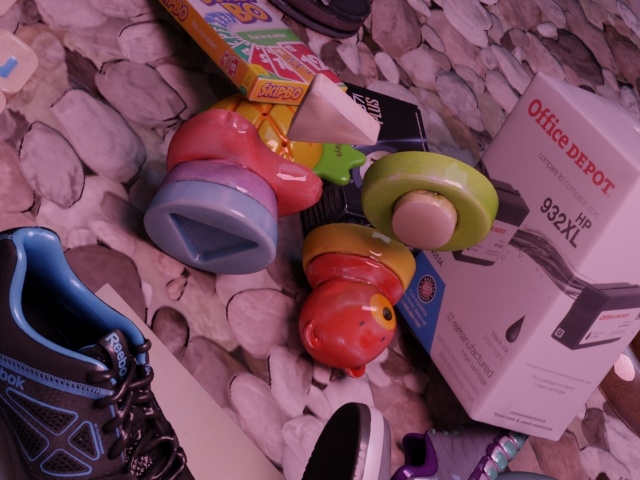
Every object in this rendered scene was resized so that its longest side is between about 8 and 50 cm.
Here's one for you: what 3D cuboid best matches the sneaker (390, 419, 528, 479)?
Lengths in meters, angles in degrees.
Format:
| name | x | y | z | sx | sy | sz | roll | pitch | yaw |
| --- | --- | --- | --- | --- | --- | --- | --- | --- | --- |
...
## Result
| name | x | y | z | sx | sy | sz | roll | pitch | yaw |
| --- | --- | --- | --- | --- | --- | --- | --- | --- | --- |
| sneaker | 0.145 | 0.212 | 1.424 | 0.098 | 0.083 | 0.224 | 45 | 40 | 3 |

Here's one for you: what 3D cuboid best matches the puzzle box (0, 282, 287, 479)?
| name | x | y | z | sx | sy | sz | roll | pitch | yaw |
| --- | --- | --- | --- | --- | --- | --- | --- | --- | --- |
| puzzle box | -0.209 | 0.243 | 1.099 | 0.272 | 0.052 | 0.409 | 49 | 41 | -4 |

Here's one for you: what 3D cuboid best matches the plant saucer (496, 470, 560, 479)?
| name | x | y | z | sx | sy | sz | roll | pitch | yaw |
| --- | --- | --- | --- | --- | --- | --- | --- | --- | --- |
| plant saucer | 0.262 | 0.386 | 1.437 | 0.318 | 0.044 | 0.317 | 24 | 48 | -30 |

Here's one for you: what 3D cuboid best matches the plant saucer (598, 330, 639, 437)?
| name | x | y | z | sx | sy | sz | roll | pitch | yaw |
| --- | --- | --- | --- | --- | --- | --- | --- | --- | --- |
| plant saucer | 0.453 | 0.135 | 1.783 | 0.311 | 0.050 | 0.310 | 24 | 48 | -29 |

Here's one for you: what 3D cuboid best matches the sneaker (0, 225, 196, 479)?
| name | x | y | z | sx | sy | sz | roll | pitch | yaw |
| --- | --- | --- | --- | --- | --- | --- | --- | --- | --- |
| sneaker | -0.174 | 0.144 | 1.055 | 0.341 | 0.140 | 0.125 | 51 | 39 | -3 |

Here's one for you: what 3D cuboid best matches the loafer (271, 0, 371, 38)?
| name | x | y | z | sx | sy | sz | roll | pitch | yaw |
| --- | --- | --- | --- | --- | --- | --- | --- | --- | --- |
| loafer | -0.049 | -0.361 | 1.631 | 0.302 | 0.095 | 0.109 | 38 | 43 | -16 |

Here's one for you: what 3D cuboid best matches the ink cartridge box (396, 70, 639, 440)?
| name | x | y | z | sx | sy | sz | roll | pitch | yaw |
| --- | --- | --- | --- | --- | --- | --- | --- | --- | --- |
| ink cartridge box | 0.236 | 0.015 | 1.422 | 0.129 | 0.307 | 0.223 | 18 | 24 | -32 |

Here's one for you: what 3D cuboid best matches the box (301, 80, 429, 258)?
| name | x | y | z | sx | sy | sz | roll | pitch | yaw |
| --- | --- | --- | --- | --- | --- | --- | --- | --- | --- |
| box | 0.049 | -0.077 | 1.538 | 0.147 | 0.077 | 0.180 | 13 | 54 | -35 |

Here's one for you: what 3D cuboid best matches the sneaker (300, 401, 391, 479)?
| name | x | y | z | sx | sy | sz | roll | pitch | yaw |
| --- | --- | --- | --- | --- | --- | --- | --- | --- | --- |
| sneaker | 0.070 | 0.299 | 1.195 | 0.178 | 0.124 | 0.295 | 13 | 82 | -23 |

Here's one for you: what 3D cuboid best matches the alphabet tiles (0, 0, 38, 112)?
| name | x | y | z | sx | sy | sz | roll | pitch | yaw |
| --- | --- | --- | --- | --- | --- | --- | --- | --- | --- |
| alphabet tiles | -0.402 | -0.217 | 1.266 | 0.284 | 0.021 | 0.278 | 39 | 42 | -15 |

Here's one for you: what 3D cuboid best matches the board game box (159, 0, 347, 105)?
| name | x | y | z | sx | sy | sz | roll | pitch | yaw |
| --- | --- | --- | --- | --- | --- | --- | --- | --- | --- |
| board game box | -0.090 | -0.228 | 1.476 | 0.124 | 0.039 | 0.259 | 0 | 35 | -43 |

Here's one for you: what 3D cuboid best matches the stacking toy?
| name | x | y | z | sx | sy | sz | roll | pitch | yaw |
| --- | --- | --- | --- | --- | --- | --- | --- | --- | --- |
| stacking toy | 0.000 | 0.000 | 1.302 | 0.309 | 0.279 | 0.130 | 31 | 56 | -25 |

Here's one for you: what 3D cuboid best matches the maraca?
| name | x | y | z | sx | sy | sz | roll | pitch | yaw |
| --- | --- | --- | --- | --- | --- | --- | --- | --- | --- |
| maraca | -0.045 | -0.101 | 1.432 | 0.186 | 0.099 | 0.127 | 0 | 57 | -12 |
